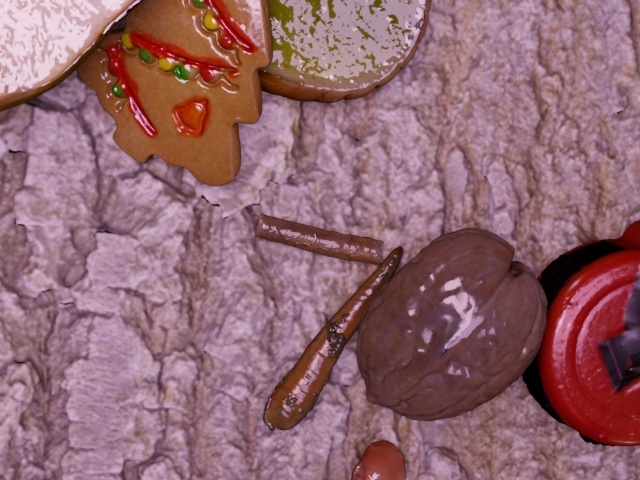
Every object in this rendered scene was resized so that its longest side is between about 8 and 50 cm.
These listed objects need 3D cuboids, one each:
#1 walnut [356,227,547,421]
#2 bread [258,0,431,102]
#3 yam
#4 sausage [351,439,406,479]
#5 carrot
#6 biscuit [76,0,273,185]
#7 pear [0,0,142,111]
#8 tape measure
[{"bbox_3d":[0.137,0.100,1.029,0.230,0.178,0.178,-43,104,10],"label":"walnut"},{"bbox_3d":[0.002,-0.253,0.993,0.236,0.070,0.236,-2,100,-11],"label":"bread"},{"bbox_3d":[0.000,0.000,1.053,0.145,0.032,0.032,13,96,-11],"label":"yam"},{"bbox_3d":[0.036,0.379,1.097,0.078,0.078,0.305,18,95,-13],"label":"sausage"},{"bbox_3d":[0.018,0.110,1.070,0.049,0.049,0.254,36,86,-14],"label":"carrot"},{"bbox_3d":[-0.132,-0.174,0.948,0.212,0.041,0.239,41,116,-1],"label":"biscuit"},{"bbox_3d":[-0.334,-0.282,0.862,0.386,0.191,0.341,-6,98,-10],"label":"pear"},{"bbox_3d":[0.358,0.119,1.096,0.260,0.114,0.253,-27,102,-5],"label":"tape measure"}]
